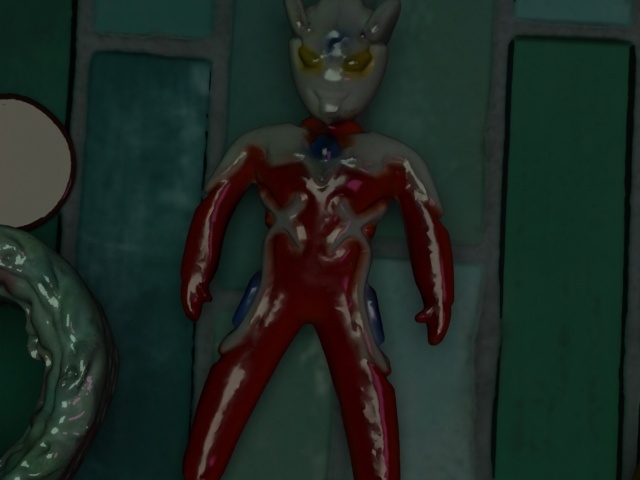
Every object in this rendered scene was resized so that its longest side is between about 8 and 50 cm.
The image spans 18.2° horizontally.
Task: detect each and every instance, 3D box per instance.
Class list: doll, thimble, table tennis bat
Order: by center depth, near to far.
[{"bbox_3d":[-0.227,0.100,1.326,0.185,0.149,0.211,-9,82,-2],"label":"thimble"},{"bbox_3d":[0.000,0.000,1.369,0.188,0.099,0.384,5,86,1],"label":"doll"},{"bbox_3d":[-0.240,-0.074,1.414,0.098,0.019,0.155,-42,87,-4],"label":"table tennis bat"}]

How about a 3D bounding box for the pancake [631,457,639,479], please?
[{"bbox_3d":[0.346,0.219,1.252,0.387,0.082,0.387,-6,80,39],"label":"pancake"}]
